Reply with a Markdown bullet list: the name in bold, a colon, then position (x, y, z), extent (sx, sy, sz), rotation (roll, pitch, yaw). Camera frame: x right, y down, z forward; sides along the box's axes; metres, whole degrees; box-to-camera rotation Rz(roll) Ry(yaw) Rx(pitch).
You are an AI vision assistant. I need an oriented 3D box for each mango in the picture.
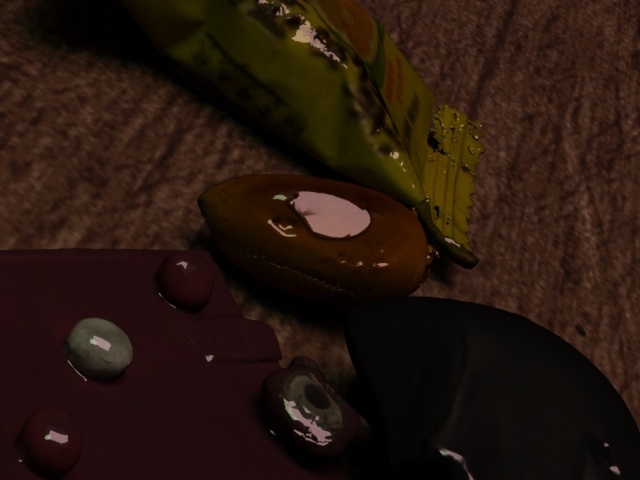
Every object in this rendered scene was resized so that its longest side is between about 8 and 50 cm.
- **mango**: position (0.000, 0.000, 0.950), extent (0.127, 0.063, 0.077), rotation (13, 4, -27)

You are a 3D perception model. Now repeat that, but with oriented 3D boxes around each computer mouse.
- **computer mouse**: position (0.084, 0.085, 0.818), extent (0.147, 0.088, 0.264), rotation (45, 13, -21)

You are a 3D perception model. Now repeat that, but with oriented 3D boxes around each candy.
- **candy**: position (-0.021, -0.110, 1.085), extent (0.297, 0.081, 0.187), rotation (41, 26, -15)

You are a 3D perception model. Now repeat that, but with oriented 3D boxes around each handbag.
- **handbag**: position (-0.064, 0.087, 0.733), extent (0.216, 0.074, 0.203), rotation (-1, 46, -49)
